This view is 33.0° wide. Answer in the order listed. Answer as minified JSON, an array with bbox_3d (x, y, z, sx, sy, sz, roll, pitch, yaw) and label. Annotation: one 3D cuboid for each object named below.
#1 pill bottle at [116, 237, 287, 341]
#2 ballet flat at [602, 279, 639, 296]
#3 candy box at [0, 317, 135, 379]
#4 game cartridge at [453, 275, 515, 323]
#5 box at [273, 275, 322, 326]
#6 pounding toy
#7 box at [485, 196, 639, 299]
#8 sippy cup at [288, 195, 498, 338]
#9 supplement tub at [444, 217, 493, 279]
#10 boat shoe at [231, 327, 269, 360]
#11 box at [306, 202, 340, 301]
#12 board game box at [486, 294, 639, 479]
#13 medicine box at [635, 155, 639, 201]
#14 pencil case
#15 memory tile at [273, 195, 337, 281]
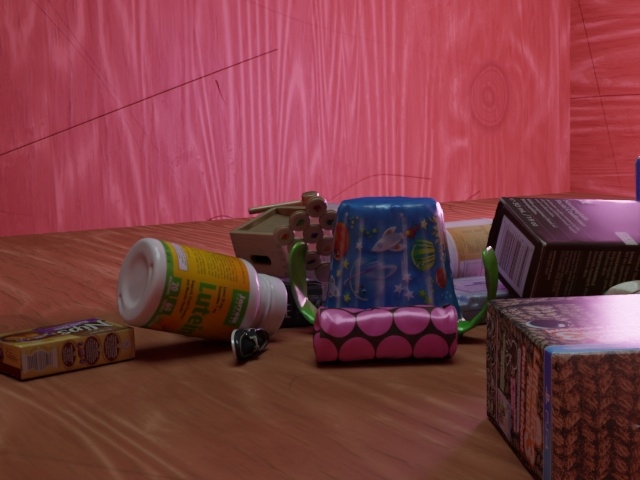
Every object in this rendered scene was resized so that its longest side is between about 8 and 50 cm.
[{"bbox_3d":[-0.180,0.085,1.688,0.246,0.136,0.136,14,-3,-34],"label":"pill bottle"},{"bbox_3d":[0.515,0.090,1.646,0.168,0.057,0.052,-3,17,-8],"label":"ballet flat"},{"bbox_3d":[-0.381,0.158,1.596,0.187,0.053,0.109,-9,10,-40],"label":"candy box"},{"bbox_3d":[0.317,0.100,1.934,0.294,0.060,0.196,-4,11,-25],"label":"game cartridge"},{"bbox_3d":[-0.154,0.097,1.946,0.242,0.076,0.307,-3,7,-16],"label":"box"},{"bbox_3d":[-0.061,-0.012,1.969,0.181,0.094,0.206,3,26,42],"label":"pounding toy"},{"bbox_3d":[0.500,0.025,1.856,0.381,0.143,0.191,2,26,-18],"label":"box"},{"bbox_3d":[0.112,0.043,1.727,0.305,0.224,0.240,-2,7,-11],"label":"sippy cup"},{"bbox_3d":[0.256,0.034,2.099,0.200,0.144,0.144,-5,8,-31],"label":"supplement tub"},{"bbox_3d":[-0.105,0.153,1.614,0.038,0.046,0.125,-5,-2,9],"label":"boat shoe"},{"bbox_3d":[-0.005,0.020,2.124,0.182,0.181,0.119,6,12,42],"label":"box"},{"bbox_3d":[0.316,0.150,1.129,0.232,0.141,0.291,-2,7,-4],"label":"board game box"},{"bbox_3d":[0.760,-0.033,2.045,0.149,0.263,0.289,-8,9,-39],"label":"medicine box"},{"bbox_3d":[0.094,0.132,1.573,0.209,0.095,0.098,1,-9,0],"label":"pencil case"},{"bbox_3d":[0.000,0.000,1.823,0.113,0.148,0.012,-40,33,12],"label":"memory tile"}]
